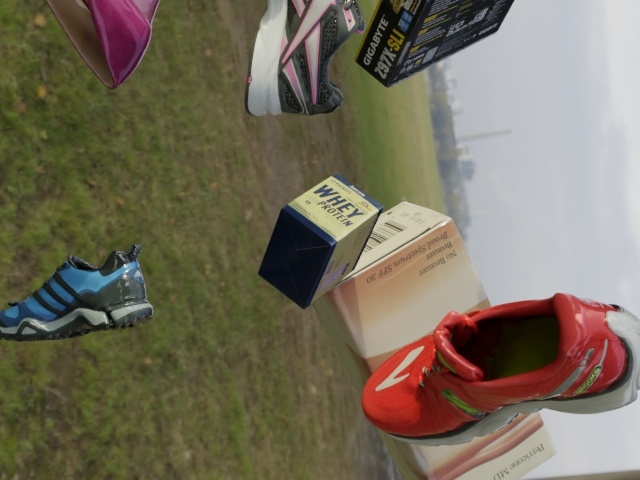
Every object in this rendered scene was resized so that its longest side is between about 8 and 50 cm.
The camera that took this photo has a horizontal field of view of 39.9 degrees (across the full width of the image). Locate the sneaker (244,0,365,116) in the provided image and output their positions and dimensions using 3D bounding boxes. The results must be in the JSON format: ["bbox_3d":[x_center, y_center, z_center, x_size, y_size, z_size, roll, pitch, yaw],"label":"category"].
[{"bbox_3d":[-0.004,-0.173,0.629,0.072,0.077,0.178,-85,-177,-72],"label":"sneaker"}]

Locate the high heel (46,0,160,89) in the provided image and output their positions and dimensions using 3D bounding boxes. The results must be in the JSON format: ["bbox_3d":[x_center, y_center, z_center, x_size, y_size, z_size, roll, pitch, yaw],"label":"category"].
[{"bbox_3d":[-0.377,-0.368,1.179,0.377,0.127,0.181,29,70,-34],"label":"high heel"}]

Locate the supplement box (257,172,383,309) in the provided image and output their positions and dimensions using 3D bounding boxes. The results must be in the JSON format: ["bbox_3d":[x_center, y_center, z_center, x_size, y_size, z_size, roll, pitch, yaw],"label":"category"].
[{"bbox_3d":[0.000,0.000,0.778,0.083,0.056,0.083,-36,157,-46],"label":"supplement box"}]

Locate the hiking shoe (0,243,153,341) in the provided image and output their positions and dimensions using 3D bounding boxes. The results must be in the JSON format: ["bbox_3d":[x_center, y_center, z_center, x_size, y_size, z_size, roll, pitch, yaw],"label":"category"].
[{"bbox_3d":[-0.415,0.093,1.456,0.113,0.304,0.132,15,66,-72],"label":"hiking shoe"}]

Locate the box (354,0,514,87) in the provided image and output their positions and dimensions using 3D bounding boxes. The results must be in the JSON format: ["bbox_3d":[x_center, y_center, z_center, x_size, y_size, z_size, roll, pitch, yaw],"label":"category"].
[{"bbox_3d":[0.215,-0.394,1.342,0.322,0.079,0.257,-33,157,-38],"label":"box"}]

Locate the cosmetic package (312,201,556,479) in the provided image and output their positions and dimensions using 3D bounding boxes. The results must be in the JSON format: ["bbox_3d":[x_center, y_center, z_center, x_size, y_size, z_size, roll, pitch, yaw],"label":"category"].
[{"bbox_3d":[0.112,0.126,0.937,0.296,0.153,0.129,62,-10,-18],"label":"cosmetic package"}]

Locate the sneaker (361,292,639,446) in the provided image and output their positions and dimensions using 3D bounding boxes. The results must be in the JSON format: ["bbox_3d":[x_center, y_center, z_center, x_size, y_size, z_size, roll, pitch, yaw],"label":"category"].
[{"bbox_3d":[0.124,0.095,0.722,0.118,0.279,0.107,24,55,-34],"label":"sneaker"}]
